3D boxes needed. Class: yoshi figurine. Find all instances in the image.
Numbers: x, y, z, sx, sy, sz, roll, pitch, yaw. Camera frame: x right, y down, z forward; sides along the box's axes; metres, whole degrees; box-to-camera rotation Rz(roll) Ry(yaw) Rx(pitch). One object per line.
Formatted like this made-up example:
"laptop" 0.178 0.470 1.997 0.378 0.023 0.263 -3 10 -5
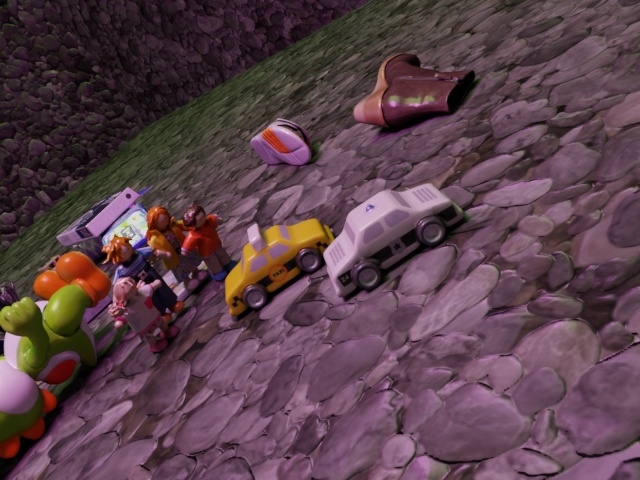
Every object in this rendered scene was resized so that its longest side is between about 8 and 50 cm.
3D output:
"yoshi figurine" -0.509 0.174 1.049 0.202 0.204 0.362 7 47 15

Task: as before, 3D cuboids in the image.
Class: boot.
"boot" 0.198 -0.292 1.227 0.206 0.090 0.248 0 38 37

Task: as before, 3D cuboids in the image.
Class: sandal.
"sandal" -0.080 -0.225 1.434 0.076 0.102 0.265 -45 22 -15

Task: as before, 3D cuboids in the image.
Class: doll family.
"doll family" -0.266 0.042 1.053 0.118 0.163 0.263 5 44 38

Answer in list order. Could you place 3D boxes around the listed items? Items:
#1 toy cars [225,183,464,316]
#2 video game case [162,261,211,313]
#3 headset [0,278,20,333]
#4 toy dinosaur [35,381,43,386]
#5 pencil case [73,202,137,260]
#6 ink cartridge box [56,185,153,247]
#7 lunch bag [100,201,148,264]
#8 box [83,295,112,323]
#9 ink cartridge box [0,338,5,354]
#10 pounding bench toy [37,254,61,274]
"toy cars" 0.000 0.000 0.882 0.393 0.087 0.176 -15 30 41
"video game case" -0.277 0.094 1.189 0.157 0.019 0.143 -46 24 -25
"headset" -0.848 0.226 1.660 0.394 0.185 0.243 -38 12 38
"toy dinosaur" -0.547 0.291 1.127 0.211 0.064 0.112 -36 21 0
"pencil case" -0.571 -0.031 1.775 0.206 0.086 0.088 -41 -16 -8
"ink cartridge box" -0.552 -0.073 1.662 0.206 0.045 0.208 -12 31 48
"lunch bag" -0.449 -0.010 1.558 0.129 0.096 0.151 -40 31 -6
"box" -0.532 0.140 1.396 0.126 0.072 0.137 -46 25 -23
"ink cartridge box" -0.881 0.307 1.414 0.324 0.072 0.330 -31 -22 14
"pounding bench toy" -0.761 0.078 1.881 0.083 0.052 0.065 -14 30 43
